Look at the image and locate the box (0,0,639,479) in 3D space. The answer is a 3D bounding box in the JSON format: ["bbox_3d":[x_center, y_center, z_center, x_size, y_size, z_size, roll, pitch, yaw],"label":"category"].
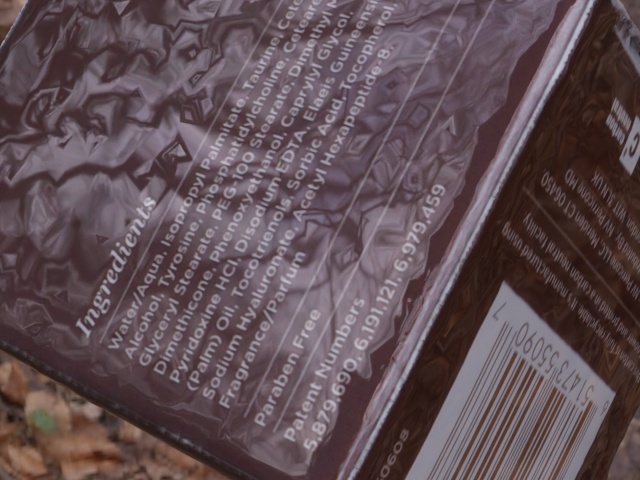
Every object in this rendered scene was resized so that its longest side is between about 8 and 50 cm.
[{"bbox_3d":[0.000,0.000,0.460,0.203,0.168,0.167,22,81,34],"label":"box"}]
